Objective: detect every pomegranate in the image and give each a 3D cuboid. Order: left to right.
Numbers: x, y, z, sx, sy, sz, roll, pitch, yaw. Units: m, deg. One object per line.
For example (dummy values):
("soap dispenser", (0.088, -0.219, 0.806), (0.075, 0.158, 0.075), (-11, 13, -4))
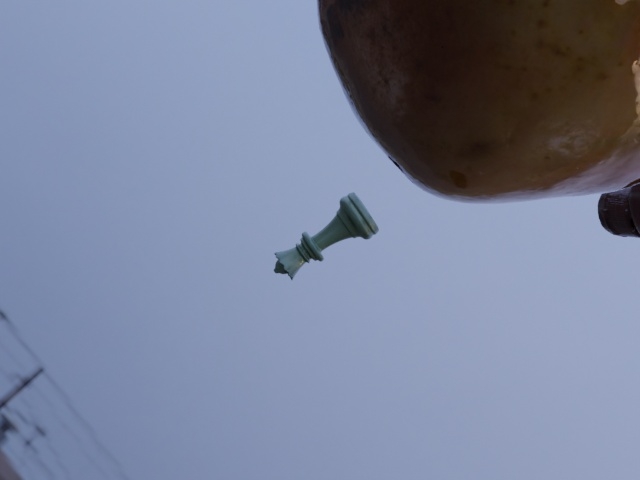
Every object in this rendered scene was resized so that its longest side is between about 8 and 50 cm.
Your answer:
("pomegranate", (0.101, -0.120, 0.600), (0.209, 0.209, 0.209), (38, -23, 20))

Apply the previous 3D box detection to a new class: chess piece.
("chess piece", (0.000, 0.000, 1.089), (0.042, 0.093, 0.042), (58, 1, -1))

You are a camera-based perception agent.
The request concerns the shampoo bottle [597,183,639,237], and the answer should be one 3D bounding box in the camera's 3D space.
("shampoo bottle", (0.439, -0.026, 1.478), (0.118, 0.076, 0.314), (48, -15, -21))
